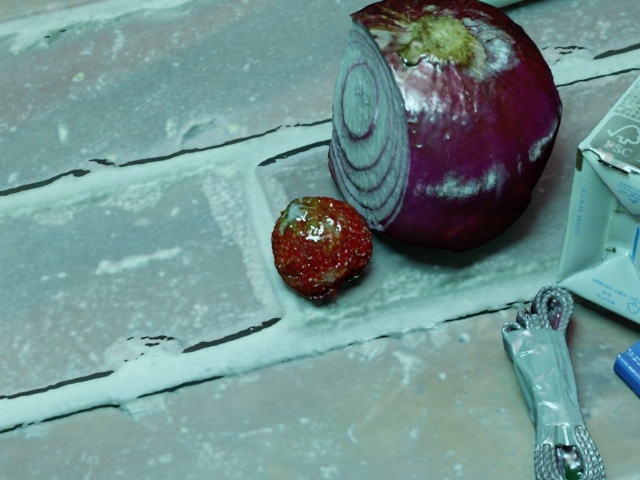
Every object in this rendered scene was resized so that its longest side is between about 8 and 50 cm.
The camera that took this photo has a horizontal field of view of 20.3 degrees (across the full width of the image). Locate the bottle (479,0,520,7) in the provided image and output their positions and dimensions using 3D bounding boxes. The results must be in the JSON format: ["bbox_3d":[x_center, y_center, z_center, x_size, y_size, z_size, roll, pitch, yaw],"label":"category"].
[{"bbox_3d":[0.182,-0.301,1.926,0.245,0.104,0.104,-19,53,-12],"label":"bottle"}]

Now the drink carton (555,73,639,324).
[{"bbox_3d":[0.353,-0.086,1.667,0.132,0.194,0.324,28,52,21],"label":"drink carton"}]

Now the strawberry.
[{"bbox_3d":[-0.001,-0.001,1.703,0.106,0.106,0.106,-2,51,2],"label":"strawberry"}]

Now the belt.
[{"bbox_3d":[0.207,0.144,1.600,0.071,0.053,0.232,-6,52,0],"label":"belt"}]

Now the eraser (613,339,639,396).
[{"bbox_3d":[0.317,0.125,1.625,0.063,0.027,0.084,-32,57,-20],"label":"eraser"}]

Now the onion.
[{"bbox_3d":[0.134,-0.111,1.713,0.207,0.216,0.206,-17,55,-19],"label":"onion"}]
